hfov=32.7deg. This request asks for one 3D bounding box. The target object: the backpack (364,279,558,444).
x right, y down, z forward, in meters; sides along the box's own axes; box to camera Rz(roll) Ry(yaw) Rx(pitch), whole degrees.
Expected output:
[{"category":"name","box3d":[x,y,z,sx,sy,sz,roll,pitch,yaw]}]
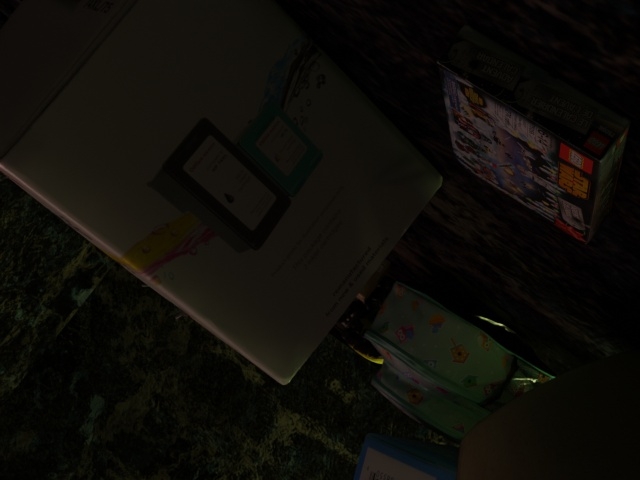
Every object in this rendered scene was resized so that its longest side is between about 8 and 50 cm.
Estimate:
[{"category":"backpack","box3d":[0.137,0.132,1.190,0.188,0.144,0.166,43,174,-39]}]

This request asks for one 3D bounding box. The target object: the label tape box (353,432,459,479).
[{"category":"label tape box","box3d":[0.239,0.298,1.126,0.348,0.115,0.249,17,176,-33]}]

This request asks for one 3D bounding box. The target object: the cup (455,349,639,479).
[{"category":"cup","box3d":[0.228,0.224,0.811,0.236,0.331,0.331,65,-175,23]}]

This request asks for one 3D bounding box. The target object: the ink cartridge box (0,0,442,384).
[{"category":"ink cartridge box","box3d":[-0.097,-0.070,0.793,0.270,0.197,0.198,42,172,-33]}]

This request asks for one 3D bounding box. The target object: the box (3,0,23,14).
[{"category":"box","box3d":[-0.187,-0.174,1.128,0.293,0.073,0.295,39,174,-6]}]

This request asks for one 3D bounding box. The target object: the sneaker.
[{"category":"sneaker","box3d":[0.167,0.164,1.430,0.146,0.134,0.343,34,-175,-33]}]

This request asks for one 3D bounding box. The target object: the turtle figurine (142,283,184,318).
[{"category":"turtle figurine","box3d":[-0.076,-0.009,1.037,0.175,0.234,0.118,-78,-28,-84]}]

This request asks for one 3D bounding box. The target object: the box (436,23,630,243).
[{"category":"box","box3d":[0.110,-0.051,0.572,0.094,0.027,0.137,34,173,19]}]

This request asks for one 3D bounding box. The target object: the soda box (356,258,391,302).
[{"category":"soda box","box3d":[0.000,0.000,1.377,0.181,0.058,0.061,36,173,7]}]
